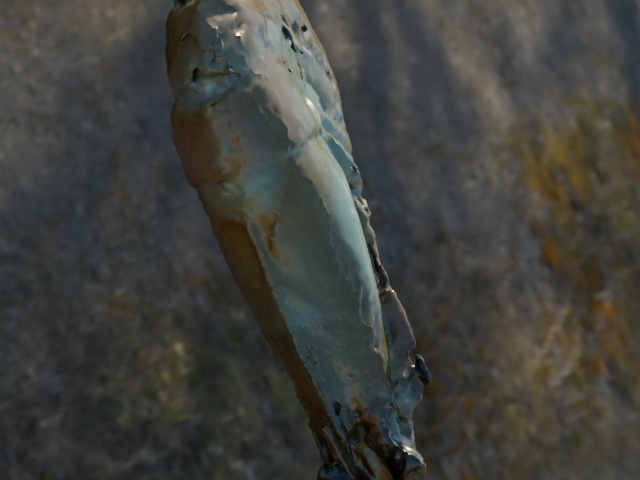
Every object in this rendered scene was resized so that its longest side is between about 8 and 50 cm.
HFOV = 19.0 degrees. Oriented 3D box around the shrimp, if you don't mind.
[{"bbox_3d":[0.000,0.000,0.547,0.091,0.043,0.184,-24,99,-68],"label":"shrimp"}]
